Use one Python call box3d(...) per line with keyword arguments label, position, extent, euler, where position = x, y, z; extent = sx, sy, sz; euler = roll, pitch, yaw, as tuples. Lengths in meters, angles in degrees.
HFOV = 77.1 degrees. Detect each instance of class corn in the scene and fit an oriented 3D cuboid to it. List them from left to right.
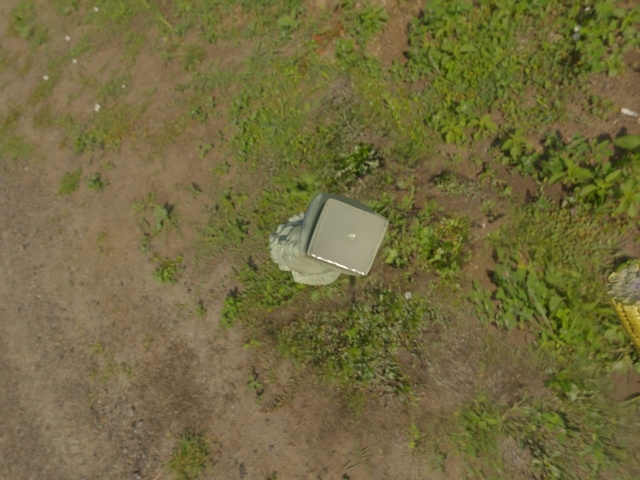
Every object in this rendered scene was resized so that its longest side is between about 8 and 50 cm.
box3d(label="corn", position=(0.490, 0.141, 0.553), extent=(0.093, 0.093, 0.244), euler=(-44, 99, 1))

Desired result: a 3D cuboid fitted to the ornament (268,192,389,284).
box3d(label="ornament", position=(0.015, 0.001, 0.573), extent=(0.121, 0.130, 0.285), euler=(-67, 17, -15))
